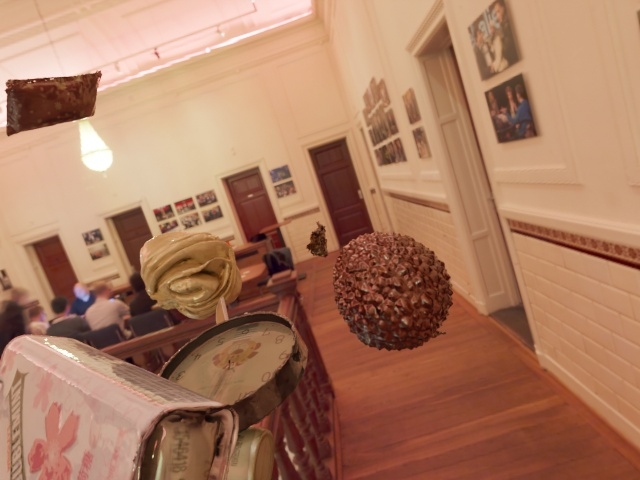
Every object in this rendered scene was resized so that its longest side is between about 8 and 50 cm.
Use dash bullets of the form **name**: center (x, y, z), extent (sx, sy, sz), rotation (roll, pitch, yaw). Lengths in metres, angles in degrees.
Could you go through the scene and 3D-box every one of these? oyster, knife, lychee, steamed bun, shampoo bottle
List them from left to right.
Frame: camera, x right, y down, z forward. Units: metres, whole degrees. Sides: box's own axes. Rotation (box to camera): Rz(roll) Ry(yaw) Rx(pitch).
- **steamed bun**: center (-0.381, 0.090, 1.270), extent (0.276, 0.289, 0.203), rotation (-31, 0, -31)
- **shampoo bottle**: center (-0.207, 0.397, 0.770), extent (0.234, 0.118, 0.087), rotation (-4, -25, 18)
- **knife**: center (-0.224, 0.263, 1.009), extent (0.022, 0.256, 0.046), rotation (4, -19, -44)
- **oyster**: center (0.001, 0.000, 1.006), extent (0.029, 0.086, 0.132), rotation (21, 4, 20)
- **lychee**: center (0.160, 0.118, 0.933), extent (0.264, 0.300, 0.264), rotation (-42, 8, 7)

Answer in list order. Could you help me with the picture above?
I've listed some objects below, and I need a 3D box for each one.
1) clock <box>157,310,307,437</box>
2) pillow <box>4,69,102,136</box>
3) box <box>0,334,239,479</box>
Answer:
- **clock**: center (-0.180, 0.254, 0.843), extent (0.312, 0.061, 0.312), rotation (-17, 21, 7)
- **pillow**: center (-0.470, -0.247, 0.755), extent (0.118, 0.043, 0.185), rotation (-51, -1, 39)
- **box**: center (-0.249, 0.225, 0.452), extent (0.369, 0.190, 0.112), rotation (4, -11, 38)
